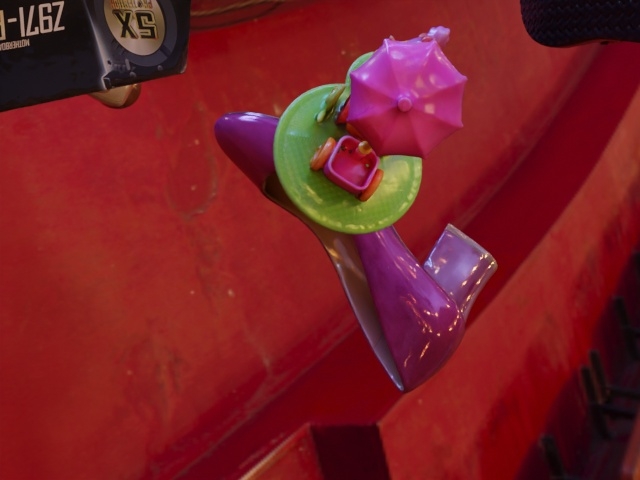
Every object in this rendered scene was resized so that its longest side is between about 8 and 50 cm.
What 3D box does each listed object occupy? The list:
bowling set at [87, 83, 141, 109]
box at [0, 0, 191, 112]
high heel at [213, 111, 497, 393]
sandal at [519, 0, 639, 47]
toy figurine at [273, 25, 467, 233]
[{"bbox_3d":[-0.248,-0.217,0.868,0.154,0.200,0.287,26,48,-7],"label":"bowling set"},{"bbox_3d":[-0.164,-0.126,0.364,0.147,0.180,0.077,-22,135,-38],"label":"box"},{"bbox_3d":[0.000,0.000,0.955,0.181,0.377,0.127,-53,164,-22],"label":"high heel"},{"bbox_3d":[0.170,-0.141,0.495,0.040,0.179,0.067,-4,110,-18],"label":"sandal"},{"bbox_3d":[0.058,-0.104,0.640,0.130,0.159,0.173,33,67,-9],"label":"toy figurine"}]
